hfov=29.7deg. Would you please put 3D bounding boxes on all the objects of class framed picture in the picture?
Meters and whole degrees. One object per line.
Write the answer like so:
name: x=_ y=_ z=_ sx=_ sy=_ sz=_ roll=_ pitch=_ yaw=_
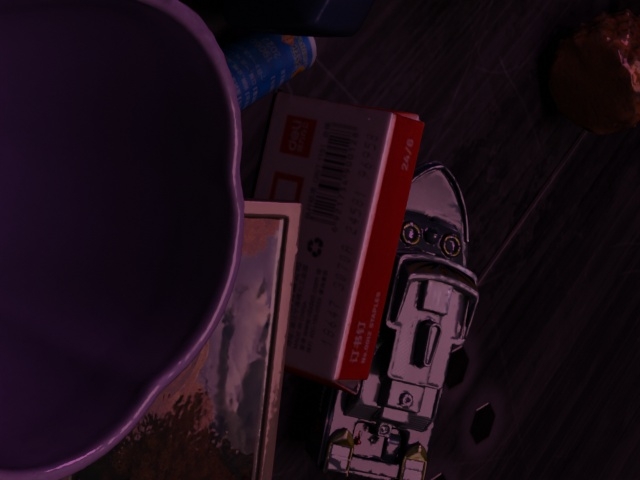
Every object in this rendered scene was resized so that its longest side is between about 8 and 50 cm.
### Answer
framed picture: x=-0.110 y=0.088 z=0.914 sx=0.184 sy=0.016 sz=0.250 roll=3 pitch=101 yaw=-27

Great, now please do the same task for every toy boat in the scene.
toy boat: x=0.073 y=0.072 z=1.084 sx=0.114 sy=0.122 sz=0.296 roll=16 pitch=87 yaw=-26

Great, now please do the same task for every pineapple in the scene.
pineapple: x=0.351 y=-0.210 z=1.317 sx=0.248 sy=0.128 sz=0.128 roll=-37 pitch=127 yaw=-41

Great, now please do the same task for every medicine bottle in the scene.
medicine bottle: x=-0.081 y=-0.113 z=0.907 sx=0.191 sy=0.051 sz=0.051 roll=-38 pitch=127 yaw=-36

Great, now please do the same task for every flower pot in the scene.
flower pot: x=-0.213 y=-0.034 z=0.638 sx=0.265 sy=0.243 sz=0.265 roll=-21 pitch=119 yaw=-45

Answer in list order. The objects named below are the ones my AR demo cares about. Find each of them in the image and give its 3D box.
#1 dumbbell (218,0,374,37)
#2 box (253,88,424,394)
dumbbell: x=-0.090 y=-0.215 z=0.775 sx=0.324 sy=0.144 sz=0.160 roll=-3 pitch=69 yaw=-50
box: x=0.000 y=0.000 z=0.979 sx=0.050 sy=0.123 sz=0.229 roll=8 pitch=95 yaw=-54
